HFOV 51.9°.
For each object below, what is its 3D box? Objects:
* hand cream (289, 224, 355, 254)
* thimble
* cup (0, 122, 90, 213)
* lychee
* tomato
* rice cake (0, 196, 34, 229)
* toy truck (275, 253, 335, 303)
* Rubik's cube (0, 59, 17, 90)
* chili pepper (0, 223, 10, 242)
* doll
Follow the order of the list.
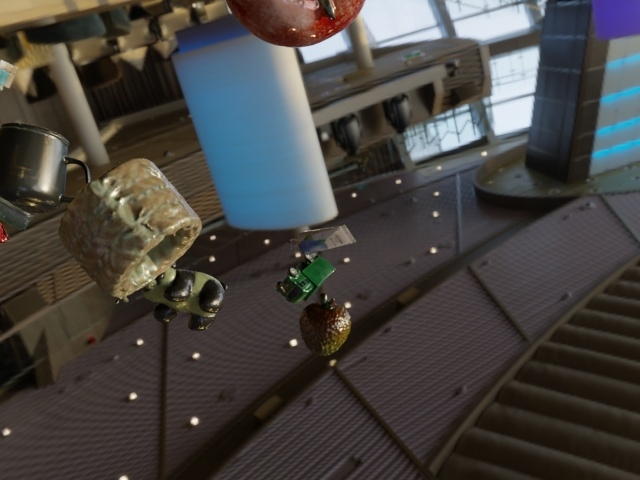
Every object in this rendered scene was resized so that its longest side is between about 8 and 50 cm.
[{"bbox_3d":[0.000,0.000,1.467,0.142,0.084,0.053,-9,-119,17],"label":"hand cream"},{"bbox_3d":[-0.297,-0.018,1.051,0.196,0.148,0.229,-41,177,-36],"label":"thimble"},{"bbox_3d":[-0.600,-0.150,1.404,0.223,0.176,0.169,9,168,-8],"label":"cup"},{"bbox_3d":[0.009,0.185,1.436,0.114,0.146,0.114,8,-159,-3],"label":"lychee"},{"bbox_3d":[-0.048,-0.474,1.144,0.270,0.270,0.227,-20,-153,-11],"label":"tomato"},{"bbox_3d":[-0.552,-0.072,1.054,0.208,0.033,0.033,27,178,6],"label":"rice cake"},{"bbox_3d":[-0.038,0.087,1.511,0.065,0.079,0.147,-51,173,33],"label":"toy truck"},{"bbox_3d":[-0.637,-0.318,1.257,0.084,0.073,0.075,23,-177,21],"label":"Rubik's cube"},{"bbox_3d":[-0.971,-0.081,1.657,0.110,0.387,0.110,-28,-131,38],"label":"chili pepper"},{"bbox_3d":[-0.357,0.140,1.711,0.234,0.143,0.135,16,-134,-25],"label":"doll"}]
